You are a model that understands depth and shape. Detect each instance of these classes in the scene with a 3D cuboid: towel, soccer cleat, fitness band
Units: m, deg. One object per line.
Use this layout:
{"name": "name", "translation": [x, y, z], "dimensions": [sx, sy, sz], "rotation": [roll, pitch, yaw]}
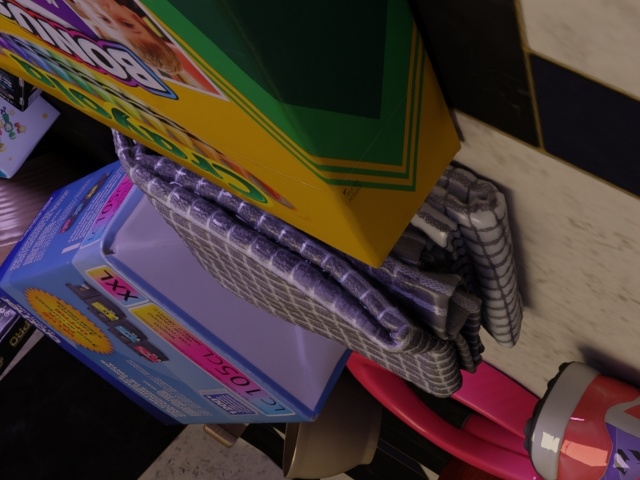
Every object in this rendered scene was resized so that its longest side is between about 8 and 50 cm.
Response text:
{"name": "towel", "translation": [0.000, 0.000, 0.935], "dimensions": [0.284, 0.121, 0.235], "rotation": [30, 167, 21]}
{"name": "soccer cleat", "translation": [0.253, 0.205, 1.065], "dimensions": [0.116, 0.108, 0.318], "rotation": [23, 160, 30]}
{"name": "fitness band", "translation": [0.140, 0.166, 1.328], "dimensions": [0.209, 0.054, 0.291], "rotation": [45, 163, -26]}

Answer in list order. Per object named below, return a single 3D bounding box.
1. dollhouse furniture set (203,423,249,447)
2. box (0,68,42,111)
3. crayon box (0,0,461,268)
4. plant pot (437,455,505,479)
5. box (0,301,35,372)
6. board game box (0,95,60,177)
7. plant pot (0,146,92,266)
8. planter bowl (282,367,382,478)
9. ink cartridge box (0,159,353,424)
{"name": "dollhouse furniture set", "translation": [-0.206, 0.090, 1.646], "dimensions": [0.356, 0.173, 0.303], "rotation": [35, 166, 1]}
{"name": "box", "translation": [-0.345, -0.217, 1.186], "dimensions": [0.220, 0.051, 0.175], "rotation": [37, 167, -6]}
{"name": "crayon box", "translation": [-0.123, -0.159, 0.718], "dimensions": [0.363, 0.106, 0.313], "rotation": [29, 165, 27]}
{"name": "plant pot", "translation": [0.228, 0.440, 1.648], "dimensions": [0.267, 0.235, 0.267], "rotation": [34, 166, 6]}
{"name": "box", "translation": [-0.609, 0.074, 2.099], "dimensions": [0.318, 0.395, 0.097], "rotation": [32, 166, 14]}
{"name": "board game box", "translation": [-0.457, -0.202, 1.424], "dimensions": [0.303, 0.097, 0.224], "rotation": [41, 166, -25]}
{"name": "plant pot", "translation": [-0.365, -0.046, 1.576], "dimensions": [0.237, 0.237, 0.109], "rotation": [10, 118, 61]}
{"name": "planter bowl", "translation": [0.018, 0.234, 1.672], "dimensions": [0.109, 0.162, 0.162], "rotation": [10, 168, -5]}
{"name": "ink cartridge box", "translation": [-0.165, 0.061, 1.341], "dimensions": [0.270, 0.151, 0.395], "rotation": [41, 156, -19]}
